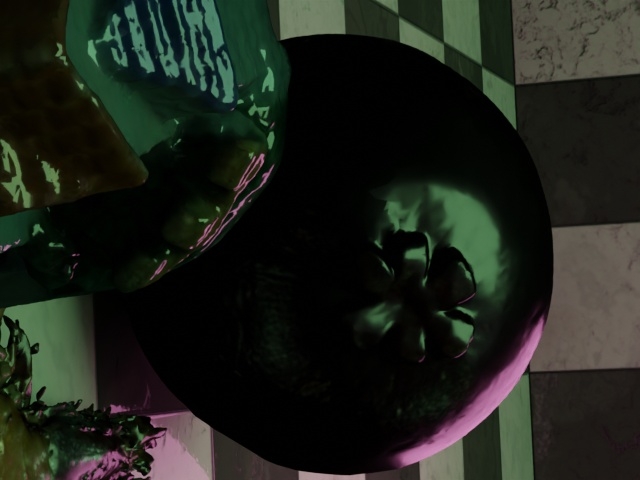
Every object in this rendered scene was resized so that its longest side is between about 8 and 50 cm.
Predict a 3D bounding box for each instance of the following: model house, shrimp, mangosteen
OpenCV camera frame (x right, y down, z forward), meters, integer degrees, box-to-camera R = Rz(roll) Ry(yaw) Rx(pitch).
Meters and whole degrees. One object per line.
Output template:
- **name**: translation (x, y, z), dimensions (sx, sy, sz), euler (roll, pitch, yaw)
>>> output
- **model house**: translation (-0.199, -0.065, 1.017), dimensions (0.329, 0.294, 0.252), euler (-27, 108, -74)
- **shrimp**: translation (-0.200, 0.096, 1.364), dimensions (0.290, 0.054, 0.222), euler (21, 67, -62)
- **mangosteen**: translation (0.000, 0.000, 1.593), dimensions (0.435, 0.382, 0.382), euler (-142, -140, -67)
